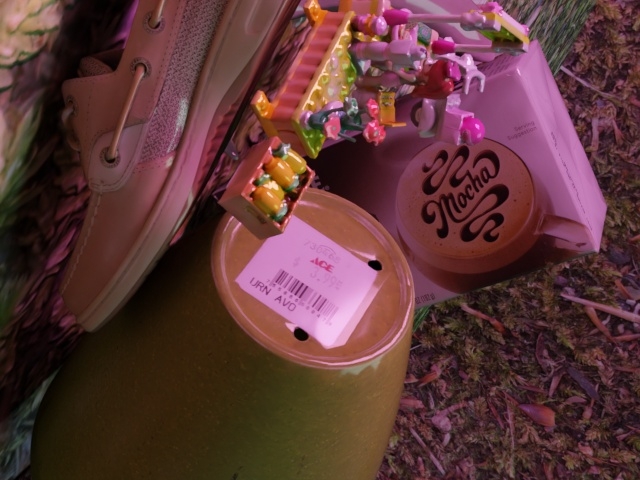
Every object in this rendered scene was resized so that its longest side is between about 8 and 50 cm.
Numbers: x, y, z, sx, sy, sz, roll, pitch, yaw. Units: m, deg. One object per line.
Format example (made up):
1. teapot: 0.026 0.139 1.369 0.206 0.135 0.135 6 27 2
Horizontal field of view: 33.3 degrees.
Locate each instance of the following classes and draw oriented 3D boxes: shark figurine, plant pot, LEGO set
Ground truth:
1. shark figurine: 0.012 -0.178 0.795 0.278 0.166 0.116 -24 -175 -25
2. plant pot: -0.050 0.102 0.775 0.275 0.275 0.293 -48 174 -40
3. LEGO set: 0.053 -0.095 0.678 0.287 0.107 0.132 -32 124 -55

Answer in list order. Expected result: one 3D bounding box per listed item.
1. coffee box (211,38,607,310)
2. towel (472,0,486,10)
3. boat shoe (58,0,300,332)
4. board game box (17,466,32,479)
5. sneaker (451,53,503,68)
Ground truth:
1. coffee box: 0.078 -0.036 0.944 0.297 0.168 0.119 -20 -166 25
2. towel: 0.215 -0.373 1.373 0.197 0.029 0.144 -63 166 22
3. boat shoe: -0.101 -0.080 0.643 0.302 0.098 0.109 -60 -174 26
4. board game box: -0.156 0.278 1.018 0.291 0.232 0.141 -47 164 -44
5. sneaker: 0.233 -0.225 1.608 0.281 0.115 0.105 -50 166 -35
